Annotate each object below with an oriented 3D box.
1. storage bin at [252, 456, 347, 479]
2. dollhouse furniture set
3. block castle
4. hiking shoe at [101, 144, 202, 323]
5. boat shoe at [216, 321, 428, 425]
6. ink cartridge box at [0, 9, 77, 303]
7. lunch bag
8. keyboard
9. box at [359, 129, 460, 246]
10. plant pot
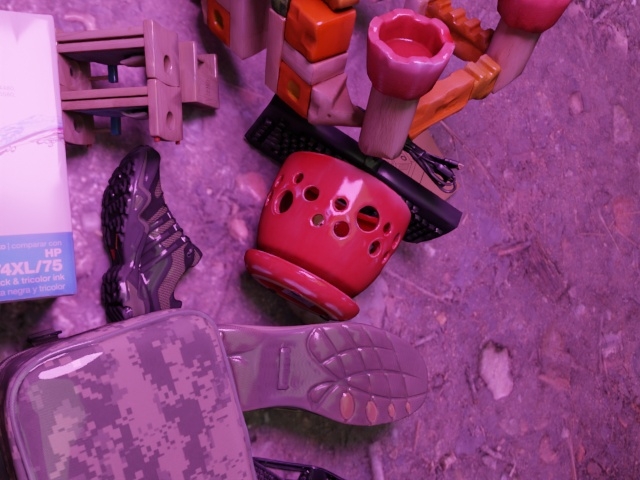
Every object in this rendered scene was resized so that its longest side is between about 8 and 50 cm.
[{"bbox_3d":[-0.018,0.342,0.739,0.122,0.180,0.084,19,76,-26],"label":"storage bin"},{"bbox_3d":[-0.219,-0.180,0.726,0.129,0.183,0.129,0,96,12],"label":"dollhouse furniture set"},{"bbox_3d":[0.041,-0.341,0.711,0.303,0.213,0.453,-32,65,-26],"label":"block castle"},{"bbox_3d":[-0.209,-0.004,0.738,0.114,0.086,0.227,5,87,-43],"label":"hiking shoe"},{"bbox_3d":[-0.025,0.165,0.780,0.355,0.130,0.132,12,82,-21],"label":"boat shoe"},{"bbox_3d":[-0.366,-0.068,0.580,0.197,0.198,0.270,-5,88,-29],"label":"ink cartridge box"},{"bbox_3d":[-0.216,0.235,0.601,0.212,0.256,0.305,-17,92,-39],"label":"lunch bag"},{"bbox_3d":[0.062,-0.098,0.800,0.317,0.201,0.033,30,58,-16],"label":"keyboard"},{"bbox_3d":[0.123,-0.103,0.952,0.201,0.021,0.164,-38,103,-26],"label":"box"},{"bbox_3d":[0.000,0.000,0.783,0.191,0.191,0.174,34,76,-21],"label":"plant pot"}]
